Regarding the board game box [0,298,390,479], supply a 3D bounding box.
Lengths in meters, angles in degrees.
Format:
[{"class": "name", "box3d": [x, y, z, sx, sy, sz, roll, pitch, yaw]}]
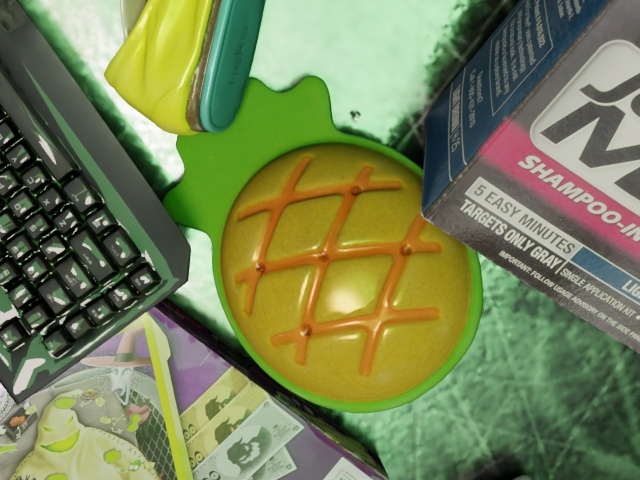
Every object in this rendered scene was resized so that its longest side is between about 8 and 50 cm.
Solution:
[{"class": "board game box", "box3d": [-0.150, 0.196, 0.729, 0.208, 0.056, 0.347, 38, 94, -14]}]

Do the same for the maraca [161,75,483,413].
[{"class": "maraca", "box3d": [0.000, 0.000, 0.685, 0.127, 0.099, 0.185, -39, 74, 0]}]

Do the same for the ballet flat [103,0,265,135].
[{"class": "ballet flat", "box3d": [-0.047, -0.165, 0.666, 0.077, 0.077, 0.231, 24, 99, 19]}]

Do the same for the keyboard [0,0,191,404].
[{"class": "keyboard", "box3d": [-0.228, -0.056, 0.663, 0.201, 0.033, 0.317, -36, 91, 4]}]

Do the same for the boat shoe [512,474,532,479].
[{"class": "boat shoe", "box3d": [0.154, 0.226, 0.742, 0.081, 0.079, 0.227, -36, 98, 6]}]

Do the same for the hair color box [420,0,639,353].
[{"class": "hair color box", "box3d": [0.212, -0.109, 0.602, 0.174, 0.105, 0.347, 30, 122, -14]}]
